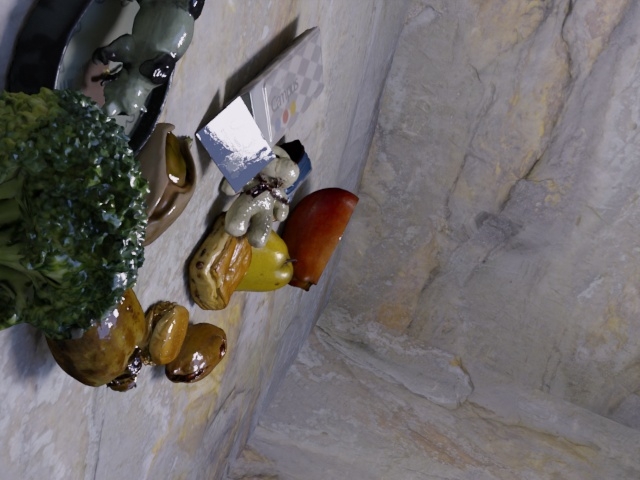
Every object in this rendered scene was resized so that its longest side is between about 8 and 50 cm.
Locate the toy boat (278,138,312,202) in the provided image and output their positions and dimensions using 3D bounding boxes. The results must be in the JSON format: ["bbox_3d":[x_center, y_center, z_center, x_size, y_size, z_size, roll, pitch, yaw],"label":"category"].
[{"bbox_3d":[-0.103,-0.175,2.058,0.309,0.128,0.143,-57,151,-52],"label":"toy boat"}]

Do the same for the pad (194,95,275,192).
[{"bbox_3d":[-0.181,-0.205,1.583,0.127,0.004,0.190,-44,136,-12],"label":"pad"}]

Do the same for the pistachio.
[{"bbox_3d":[-0.290,-0.090,1.210,0.238,0.153,0.138,-62,148,-26],"label":"pistachio"}]

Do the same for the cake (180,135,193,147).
[{"bbox_3d":[-0.283,-0.172,1.420,0.140,0.055,0.051,-91,-164,-68],"label":"cake"}]

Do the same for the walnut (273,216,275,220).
[{"bbox_3d":[-0.173,-0.068,2.014,0.091,0.121,0.052,-8,87,-76],"label":"walnut"}]

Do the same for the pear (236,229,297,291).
[{"bbox_3d":[-0.164,0.069,2.140,0.267,0.178,0.267,-59,167,-23],"label":"pear"}]

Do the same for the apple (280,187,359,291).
[{"bbox_3d":[0.000,0.000,2.569,0.365,0.295,0.329,-62,142,-19],"label":"apple"}]

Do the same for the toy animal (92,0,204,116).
[{"bbox_3d":[-0.228,-0.264,0.970,0.121,0.093,0.225,83,28,-86],"label":"toy animal"}]

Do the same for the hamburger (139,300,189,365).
[{"bbox_3d":[-0.359,0.213,1.663,0.138,0.083,0.147,0,108,-75],"label":"hamburger"}]

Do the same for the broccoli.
[{"bbox_3d":[-0.353,-0.040,0.836,0.375,0.301,0.249,-38,-139,50],"label":"broccoli"}]

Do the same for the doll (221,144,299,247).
[{"bbox_3d":[-0.142,-0.121,1.818,0.175,0.149,0.278,49,51,-58],"label":"doll"}]

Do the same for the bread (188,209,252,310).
[{"bbox_3d":[-0.251,0.063,1.868,0.235,0.099,0.211,97,18,-55],"label":"bread"}]

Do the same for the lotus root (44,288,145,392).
[{"bbox_3d":[-0.381,0.136,1.222,0.314,0.141,0.169,87,22,-46],"label":"lotus root"}]

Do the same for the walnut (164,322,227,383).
[{"bbox_3d":[-0.326,0.291,1.890,0.245,0.137,0.137,-32,144,-58],"label":"walnut"}]

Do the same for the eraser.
[{"bbox_3d":[-0.101,-0.351,1.763,0.397,0.082,0.213,-57,149,-48],"label":"eraser"}]

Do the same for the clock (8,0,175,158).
[{"bbox_3d":[-0.309,-0.233,1.031,0.325,0.067,0.325,22,90,-79],"label":"clock"}]
